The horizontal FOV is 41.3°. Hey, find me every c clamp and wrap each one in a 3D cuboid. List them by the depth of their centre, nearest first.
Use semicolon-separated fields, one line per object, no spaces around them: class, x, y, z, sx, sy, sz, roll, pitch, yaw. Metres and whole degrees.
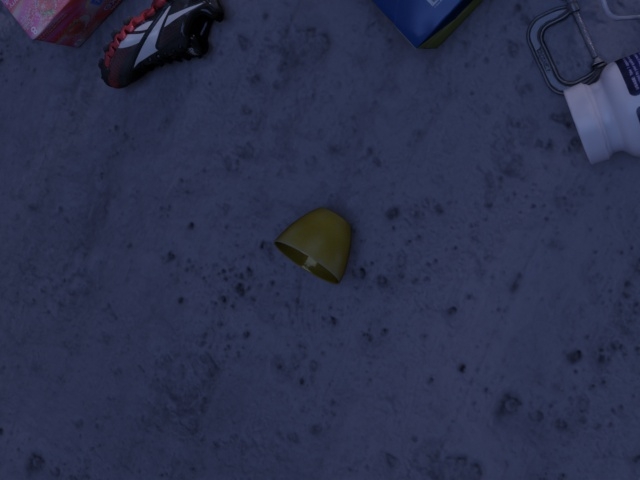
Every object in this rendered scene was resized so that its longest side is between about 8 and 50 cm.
c clamp;0.404;-0.319;1.354;0.137;0.022;0.161;-18;91;18

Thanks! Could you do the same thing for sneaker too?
sneaker;-0.278;-0.355;1.511;0.276;0.097;0.135;-42;82;16

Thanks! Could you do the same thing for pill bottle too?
pill bottle;0.511;-0.215;1.268;0.264;0.153;0.153;-19;91;18

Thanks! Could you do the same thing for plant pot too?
plant pot;0.000;0.000;1.471;0.134;0.134;0.095;30;78;11

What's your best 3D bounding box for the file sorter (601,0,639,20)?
file sorter;0.536;-0.422;1.154;0.277;0.173;0.193;-3;98;55

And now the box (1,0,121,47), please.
box;-0.417;-0.500;1.505;0.300;0.154;0.142;-41;85;16

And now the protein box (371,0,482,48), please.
protein box;0.167;-0.444;1.337;0.201;0.136;0.200;48;114;6
